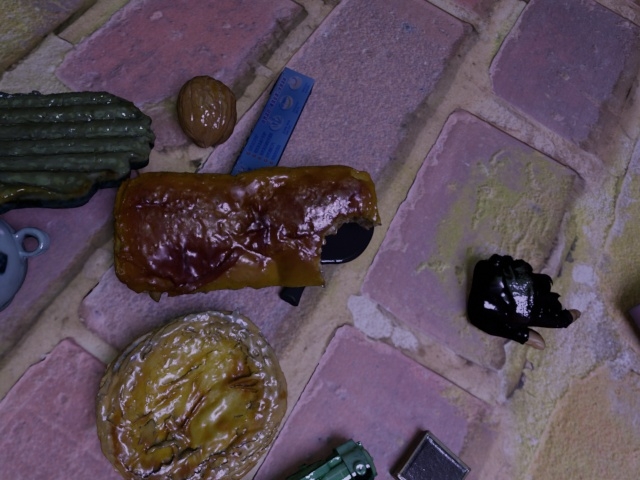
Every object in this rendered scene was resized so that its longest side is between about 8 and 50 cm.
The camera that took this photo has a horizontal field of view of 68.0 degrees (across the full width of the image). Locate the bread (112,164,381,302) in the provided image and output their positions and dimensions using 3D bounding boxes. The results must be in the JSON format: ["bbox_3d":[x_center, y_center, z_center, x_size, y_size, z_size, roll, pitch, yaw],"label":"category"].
[{"bbox_3d":[-0.101,-0.013,0.692,0.380,0.109,0.185,-4,83,-4],"label":"bread"}]

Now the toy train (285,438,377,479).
[{"bbox_3d":[-0.007,0.318,0.603,0.178,0.104,0.071,-23,69,-18],"label":"toy train"}]

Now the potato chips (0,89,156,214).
[{"bbox_3d":[-0.461,-0.140,0.675,0.429,0.070,0.358,-2,37,-17],"label":"potato chips"}]

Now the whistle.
[{"bbox_3d":[-0.501,0.044,0.611,0.289,0.163,0.163,-20,72,-13],"label":"whistle"}]

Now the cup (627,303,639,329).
[{"bbox_3d":[0.630,0.199,0.727,0.203,0.203,0.288,-20,66,-17],"label":"cup"}]

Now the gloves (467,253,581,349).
[{"bbox_3d":[0.335,0.097,0.751,0.180,0.106,0.129,9,64,-2],"label":"gloves"}]

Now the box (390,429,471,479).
[{"bbox_3d":[0.152,0.325,0.663,0.079,0.035,0.083,41,67,8],"label":"box"}]

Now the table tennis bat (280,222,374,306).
[{"bbox_3d":[0.000,0.000,0.780,0.150,0.027,0.236,26,65,3],"label":"table tennis bat"}]

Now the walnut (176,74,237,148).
[{"bbox_3d":[-0.191,-0.215,0.801,0.105,0.105,0.124,5,78,-7],"label":"walnut"}]

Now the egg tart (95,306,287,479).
[{"bbox_3d":[-0.166,0.209,0.630,0.232,0.098,0.252,32,70,-2],"label":"egg tart"}]

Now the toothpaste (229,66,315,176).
[{"bbox_3d":[-0.086,-0.182,0.829,0.066,0.053,0.272,22,65,-4],"label":"toothpaste"}]
